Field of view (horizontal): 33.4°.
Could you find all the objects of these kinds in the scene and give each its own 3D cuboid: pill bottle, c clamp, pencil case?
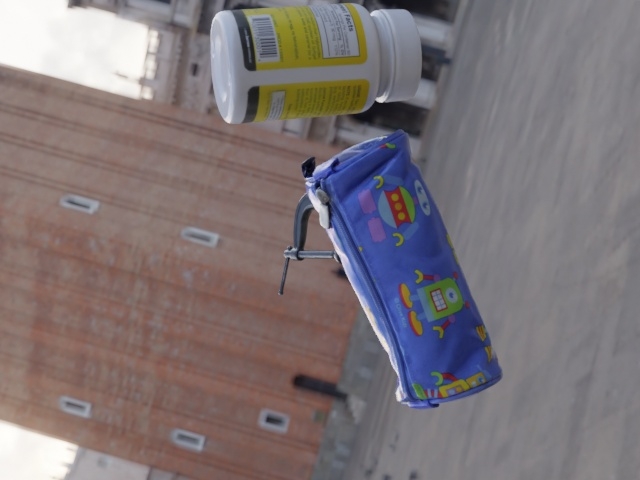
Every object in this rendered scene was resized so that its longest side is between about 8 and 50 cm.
[{"bbox_3d":[-0.005,-0.191,1.139,0.119,0.209,0.119,174,90,-75],"label":"pill bottle"},{"bbox_3d":[0.000,0.000,1.400,0.161,0.022,0.137,-10,73,54],"label":"c clamp"},{"bbox_3d":[0.086,0.034,1.143,0.133,0.306,0.119,-24,2,-35],"label":"pencil case"}]
